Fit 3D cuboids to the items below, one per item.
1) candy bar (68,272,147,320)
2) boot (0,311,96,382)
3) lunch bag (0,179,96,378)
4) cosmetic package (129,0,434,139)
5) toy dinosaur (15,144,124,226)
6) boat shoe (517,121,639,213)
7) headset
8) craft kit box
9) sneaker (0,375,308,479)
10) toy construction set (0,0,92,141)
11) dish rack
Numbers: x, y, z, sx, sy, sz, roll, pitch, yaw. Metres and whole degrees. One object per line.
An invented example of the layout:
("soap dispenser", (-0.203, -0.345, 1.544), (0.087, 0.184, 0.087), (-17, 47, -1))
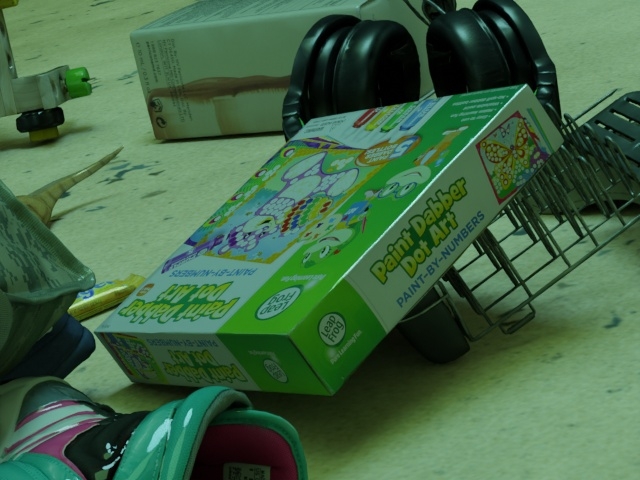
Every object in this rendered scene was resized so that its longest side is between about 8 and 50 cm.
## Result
("candy bar", (-0.211, 0.059, 1.333), (0.161, 0.018, 0.040), (-22, 19, -27))
("boot", (-0.246, 0.104, 1.154), (0.190, 0.086, 0.069), (-40, 24, 9))
("lunch bag", (-0.278, 0.059, 0.910), (0.235, 0.169, 0.287), (-45, -4, 7))
("cosmetic package", (-0.037, -0.195, 1.811), (0.296, 0.129, 0.153), (-2, 19, 35))
("toy dinosaur", (-0.281, -0.027, 1.614), (0.112, 0.064, 0.211), (11, 34, 15))
("boat shoe", (0.243, -0.063, 1.286), (0.206, 0.075, 0.065), (-5, 22, 40))
("headset", (0.101, -0.128, 1.562), (0.243, 0.185, 0.394), (-6, 34, 11))
("craft kit box", (0.000, 0.000, 1.123), (0.246, 0.061, 0.250), (-49, 24, -27))
("sneaker", (-0.094, 0.127, 0.867), (0.178, 0.124, 0.295), (-6, 11, 2))
("toy construction set", (-0.398, -0.231, 1.944), (0.237, 0.257, 0.309), (-4, -16, 8))
("dish rack", (0.141, -0.032, 1.154), (0.271, 0.074, 0.208), (-36, 21, -2))
